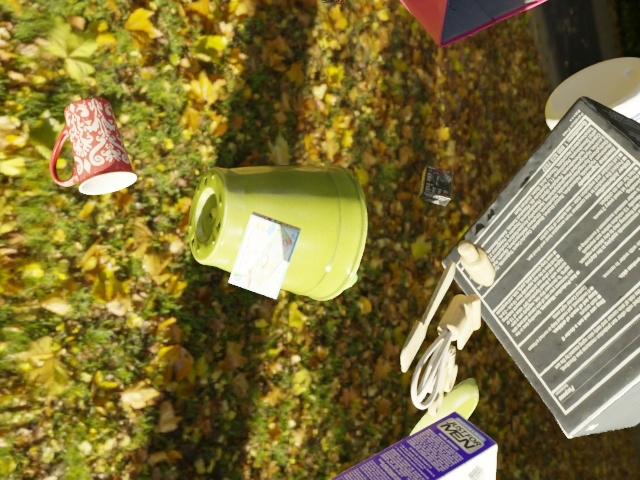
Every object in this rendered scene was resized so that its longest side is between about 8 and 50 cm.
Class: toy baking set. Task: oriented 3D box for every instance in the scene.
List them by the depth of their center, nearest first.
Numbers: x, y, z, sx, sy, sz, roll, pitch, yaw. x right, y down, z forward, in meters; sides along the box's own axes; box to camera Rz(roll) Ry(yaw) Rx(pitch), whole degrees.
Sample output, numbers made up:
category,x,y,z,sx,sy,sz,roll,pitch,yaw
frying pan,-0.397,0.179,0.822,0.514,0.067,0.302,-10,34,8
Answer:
category,x,y,z,sx,sy,sz,roll,pitch,yaw
toy baking set,0.151,0.097,0.716,0.256,0.030,0.196,45,62,-61

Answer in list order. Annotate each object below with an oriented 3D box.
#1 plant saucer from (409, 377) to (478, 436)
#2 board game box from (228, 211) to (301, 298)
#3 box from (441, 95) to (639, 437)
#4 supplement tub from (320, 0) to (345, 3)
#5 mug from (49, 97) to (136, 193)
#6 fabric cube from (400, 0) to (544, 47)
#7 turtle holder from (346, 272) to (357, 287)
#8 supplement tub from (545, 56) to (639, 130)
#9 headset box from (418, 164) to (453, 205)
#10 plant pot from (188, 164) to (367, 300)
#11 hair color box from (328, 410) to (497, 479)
category,x,y,z,sx,sy,sz,roll,pitch,yaw
plant saucer,0.303,0.433,1.554,0.241,0.037,0.241,-32,145,-25
board game box,-0.112,0.030,1.295,0.026,0.104,0.154,-78,-171,-72
box,0.364,0.037,0.812,0.183,0.296,0.294,8,39,-38
supplement tub,-0.003,-0.588,1.405,0.190,0.117,0.116,-7,91,-55
mug,-0.464,-0.189,1.291,0.150,0.113,0.169,-12,80,-32
fabric cube,0.254,-0.548,1.116,0.258,0.259,0.254,57,-14,23
turtle holder,-0.001,-0.013,2.047,0.320,0.227,0.243,28,36,-5
supplement tub,0.657,-0.205,1.410,0.324,0.236,0.235,54,41,-28
headset box,0.252,-0.123,1.406,0.032,0.062,0.083,112,-9,-57
plant pot,-0.132,-0.043,1.640,0.353,0.366,0.366,8,77,-31
hair color box,0.117,0.430,1.008,0.339,0.110,0.185,-18,119,-25
